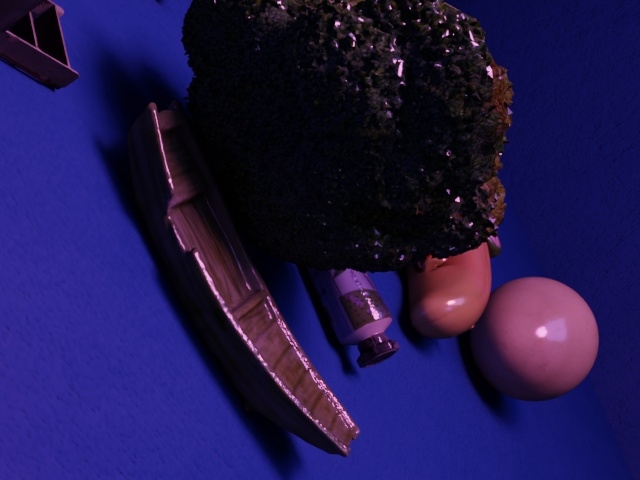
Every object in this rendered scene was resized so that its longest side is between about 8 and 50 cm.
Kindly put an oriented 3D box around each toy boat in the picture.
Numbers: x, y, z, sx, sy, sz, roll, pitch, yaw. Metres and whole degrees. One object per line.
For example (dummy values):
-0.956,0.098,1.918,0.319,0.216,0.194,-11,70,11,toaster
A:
-0.066,0.037,0.682,0.293,0.055,0.093,61,17,-3,toy boat

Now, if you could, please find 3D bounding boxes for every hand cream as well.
0.000,0.000,0.930,0.271,0.058,0.091,63,14,19,hand cream

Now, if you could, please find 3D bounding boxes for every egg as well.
0.320,0.149,1.385,0.254,0.189,0.188,5,60,-66,egg

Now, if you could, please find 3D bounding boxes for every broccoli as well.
0.031,-0.109,0.752,0.275,0.308,0.307,-48,119,-24,broccoli

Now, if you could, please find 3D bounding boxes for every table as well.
-0.218,-0.201,0.587,0.175,0.063,0.146,28,38,-56,table

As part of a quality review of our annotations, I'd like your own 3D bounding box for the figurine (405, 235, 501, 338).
0.148,-0.003,1.234,0.222,0.124,0.324,54,24,-26,figurine
